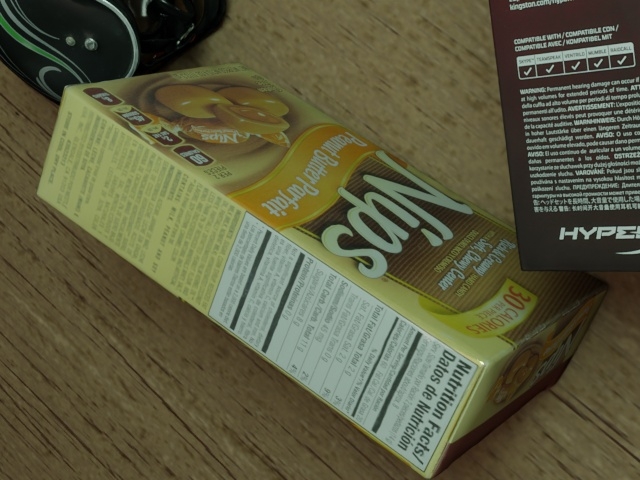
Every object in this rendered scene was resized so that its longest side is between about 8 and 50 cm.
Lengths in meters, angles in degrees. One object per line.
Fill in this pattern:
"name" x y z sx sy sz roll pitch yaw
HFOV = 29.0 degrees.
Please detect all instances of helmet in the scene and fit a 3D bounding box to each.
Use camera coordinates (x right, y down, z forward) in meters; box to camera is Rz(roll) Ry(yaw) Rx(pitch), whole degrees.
"helmet" -0.164 -0.184 0.860 0.169 0.169 0.161 -31 99 34

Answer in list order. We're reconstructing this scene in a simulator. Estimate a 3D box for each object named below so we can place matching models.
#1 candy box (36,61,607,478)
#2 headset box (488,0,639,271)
"candy box" 0.000 0.000 0.782 0.316 0.183 0.087 33 118 23
"headset box" 0.179 -0.148 0.605 0.110 0.218 0.293 -1 102 40
